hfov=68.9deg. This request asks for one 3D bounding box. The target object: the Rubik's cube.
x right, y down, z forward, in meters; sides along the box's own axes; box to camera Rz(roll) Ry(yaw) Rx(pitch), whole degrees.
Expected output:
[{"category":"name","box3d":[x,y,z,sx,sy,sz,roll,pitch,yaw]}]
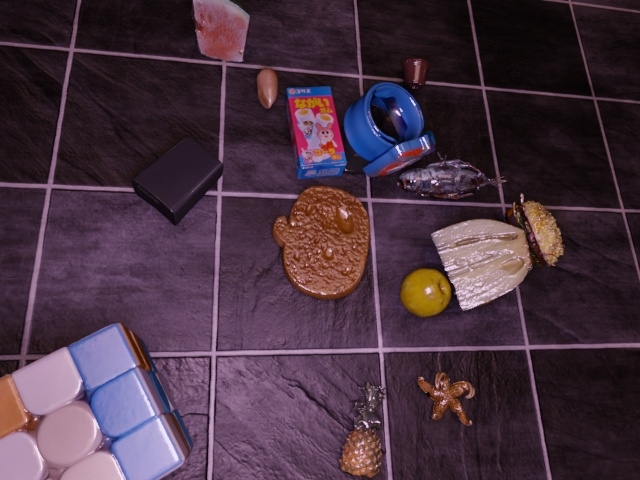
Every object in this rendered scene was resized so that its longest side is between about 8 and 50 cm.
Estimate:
[{"category":"Rubik's cube","box3d":[-0.527,0.434,1.077,0.347,0.346,0.344,-28,78,-18]}]

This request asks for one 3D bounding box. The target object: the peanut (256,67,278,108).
[{"category":"peanut","box3d":[-0.181,-0.526,1.610,0.076,0.076,0.152,1,76,-11]}]

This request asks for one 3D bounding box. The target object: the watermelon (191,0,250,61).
[{"category":"watermelon","box3d":[-0.354,-0.734,1.594,0.213,0.261,0.201,9,98,-11]}]

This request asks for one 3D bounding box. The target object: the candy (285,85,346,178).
[{"category":"candy","box3d":[-0.020,-0.368,1.577,0.157,0.100,0.305,-7,74,-12]}]

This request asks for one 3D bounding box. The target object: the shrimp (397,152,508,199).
[{"category":"shrimp","box3d":[0.445,-0.226,1.593,0.372,0.137,0.172,-3,89,-11]}]

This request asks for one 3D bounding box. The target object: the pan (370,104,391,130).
[{"category":"pan","box3d":[0.193,-0.413,1.658,0.202,0.048,0.128,22,70,-2]}]

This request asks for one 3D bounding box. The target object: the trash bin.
[{"category":"trash bin","box3d":[-0.429,-0.189,1.429,0.165,0.115,0.225,39,67,3]}]

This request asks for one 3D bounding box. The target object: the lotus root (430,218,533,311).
[{"category":"lotus root","box3d":[0.521,0.056,1.463,0.260,0.149,0.267,-24,70,15]}]

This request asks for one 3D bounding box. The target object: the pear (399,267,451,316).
[{"category":"pear","box3d":[0.323,0.161,1.439,0.149,0.162,0.148,11,68,-28]}]

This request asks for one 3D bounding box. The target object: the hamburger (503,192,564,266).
[{"category":"hamburger","box3d":[0.706,-0.034,1.541,0.139,0.243,0.261,-24,77,21]}]

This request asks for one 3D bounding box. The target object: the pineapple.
[{"category":"pineapple","box3d":[0.124,0.523,1.307,0.125,0.125,0.251,17,64,-5]}]

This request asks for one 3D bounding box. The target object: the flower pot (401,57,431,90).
[{"category":"flower pot","box3d":[0.352,-0.612,1.738,0.111,0.111,0.089,7,86,-9]}]

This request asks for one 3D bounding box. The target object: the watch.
[{"category":"watch","box3d":[0.246,-0.379,1.537,0.305,0.241,0.274,-28,92,-34]}]

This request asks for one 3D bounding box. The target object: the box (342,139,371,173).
[{"category":"box","box3d":[0.126,-0.290,1.619,0.126,0.027,0.125,-4,75,-14]}]

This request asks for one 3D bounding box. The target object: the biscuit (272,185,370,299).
[{"category":"biscuit","box3d":[0.000,0.000,1.477,0.314,0.063,0.367,12,70,-4]}]

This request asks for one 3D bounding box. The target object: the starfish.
[{"category":"starfish","box3d":[0.364,0.467,1.384,0.190,0.074,0.146,23,68,-3]}]
